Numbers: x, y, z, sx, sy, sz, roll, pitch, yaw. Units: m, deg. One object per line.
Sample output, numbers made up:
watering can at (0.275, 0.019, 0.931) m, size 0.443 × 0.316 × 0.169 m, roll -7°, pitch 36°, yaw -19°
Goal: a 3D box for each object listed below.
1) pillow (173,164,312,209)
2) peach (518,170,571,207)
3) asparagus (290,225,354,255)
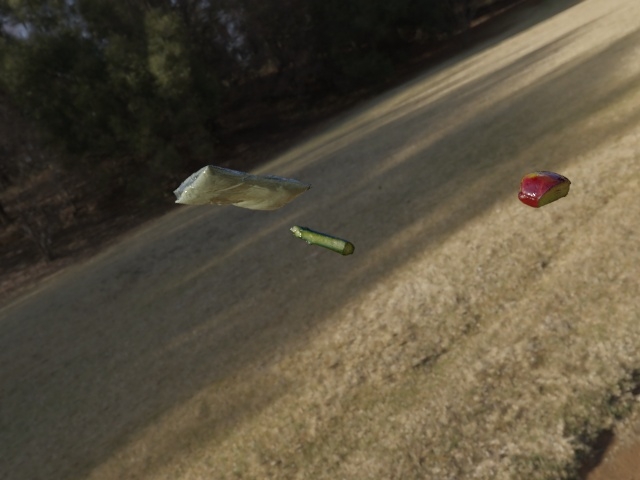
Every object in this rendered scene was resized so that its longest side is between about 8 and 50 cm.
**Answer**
pillow at (-0.151, -0.098, 1.406) m, size 0.229 × 0.050 × 0.148 m, roll 5°, pitch -16°, yaw -35°
peach at (0.376, -0.089, 1.210) m, size 0.083 × 0.050 × 0.077 m, roll 10°, pitch 39°, yaw 8°
asparagus at (0.000, -0.001, 1.129) m, size 0.108 × 0.025 × 0.021 m, roll 19°, pitch -1°, yaw 12°
